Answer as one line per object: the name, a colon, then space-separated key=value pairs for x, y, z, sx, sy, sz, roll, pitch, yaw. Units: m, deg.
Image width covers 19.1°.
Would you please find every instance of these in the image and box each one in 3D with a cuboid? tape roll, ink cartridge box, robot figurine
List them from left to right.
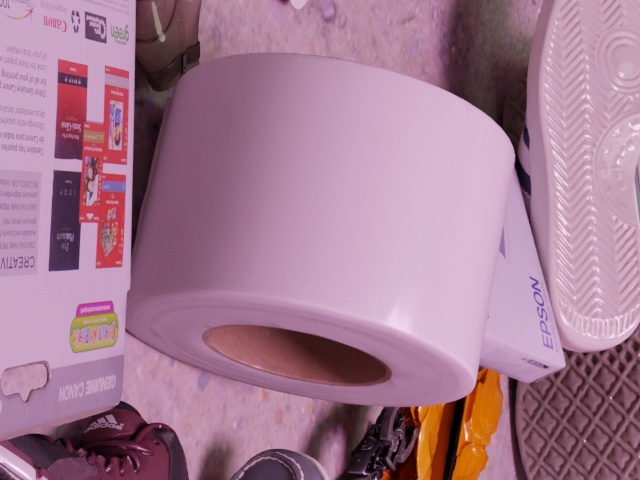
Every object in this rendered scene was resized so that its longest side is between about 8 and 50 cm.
ink cartridge box: x=-0.207 y=-0.034 z=0.987 sx=0.309 sy=0.130 sz=0.272 roll=1 pitch=90 yaw=-76
tape roll: x=0.000 y=0.000 z=1.289 sx=0.246 sy=0.246 sz=0.169 roll=36 pitch=60 yaw=-53
robot figurine: x=0.080 y=0.161 z=1.567 sx=0.211 sy=0.085 sz=0.291 roll=44 pitch=53 yaw=-48
ink cartridge box: x=0.096 y=-0.013 z=1.516 sx=0.224 sy=0.045 sz=0.223 roll=21 pitch=48 yaw=-45

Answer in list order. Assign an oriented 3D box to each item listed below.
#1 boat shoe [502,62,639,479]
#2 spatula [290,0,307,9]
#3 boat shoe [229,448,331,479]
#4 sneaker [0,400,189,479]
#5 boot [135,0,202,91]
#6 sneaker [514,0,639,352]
boat shoe: x=0.281 y=0.066 z=1.802 sx=0.156 sy=0.186 sz=0.500 roll=-7 pitch=90 yaw=-52
spatula: x=-0.036 y=-0.315 z=1.443 sx=0.168 sy=0.019 sz=0.242 roll=-60 pitch=138 yaw=-37
boat shoe: x=-0.076 y=0.275 z=1.291 sx=0.099 sy=0.116 sz=0.319 roll=53 pitch=52 yaw=-49
sneaker: x=-0.165 y=0.146 z=1.186 sx=0.281 sy=0.106 sz=0.163 roll=58 pitch=30 yaw=-42
boot: x=-0.098 y=-0.159 z=1.331 sx=0.118 sy=0.042 sz=0.087 roll=-41 pitch=131 yaw=-49
sneaker: x=0.213 y=-0.073 z=1.673 sx=0.131 sy=0.148 sz=0.350 roll=11 pitch=79 yaw=-18
